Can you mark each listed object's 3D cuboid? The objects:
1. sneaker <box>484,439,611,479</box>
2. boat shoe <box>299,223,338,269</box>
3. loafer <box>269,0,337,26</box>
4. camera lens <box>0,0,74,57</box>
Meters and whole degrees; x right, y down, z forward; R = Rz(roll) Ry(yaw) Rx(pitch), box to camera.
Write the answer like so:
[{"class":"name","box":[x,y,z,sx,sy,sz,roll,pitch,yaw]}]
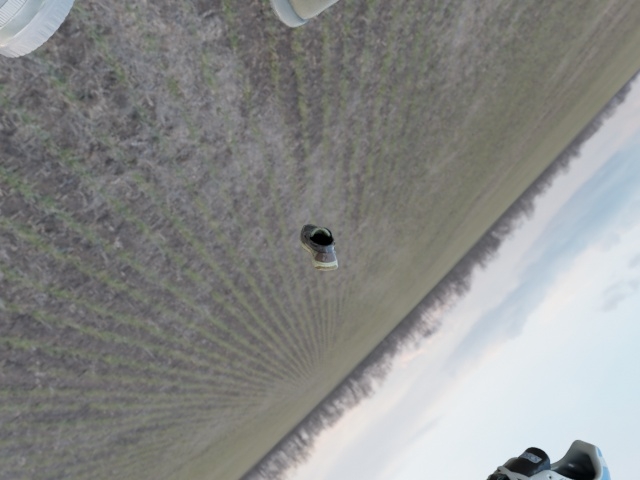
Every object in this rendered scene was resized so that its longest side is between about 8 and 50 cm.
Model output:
[{"class":"sneaker","box":[0.176,0.246,0.592,0.237,0.086,0.085,-5,176,-26]},{"class":"boat shoe","box":[0.000,0.000,1.063,0.056,0.152,0.049,-2,114,-17]},{"class":"loafer","box":[-0.032,-0.330,0.580,0.094,0.087,0.251,-73,149,-45]},{"class":"camera lens","box":[-0.525,-0.427,0.908,0.219,0.219,0.274,-47,145,6]}]
